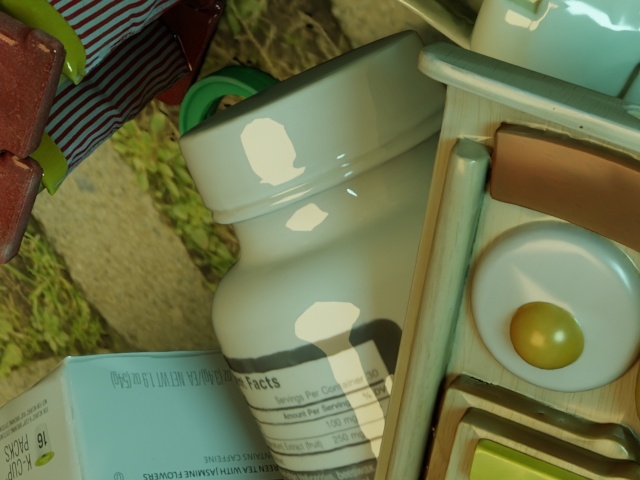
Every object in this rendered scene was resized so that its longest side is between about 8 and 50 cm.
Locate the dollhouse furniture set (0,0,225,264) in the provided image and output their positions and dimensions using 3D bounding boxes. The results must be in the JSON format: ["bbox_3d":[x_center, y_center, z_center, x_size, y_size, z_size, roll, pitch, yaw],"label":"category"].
[{"bbox_3d":[-0.253,-0.169,0.928,0.374,0.201,0.152,28,132,9],"label":"dollhouse furniture set"}]

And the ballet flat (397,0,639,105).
[{"bbox_3d":[0.073,-0.127,0.767,0.400,0.139,0.139,36,133,21],"label":"ballet flat"}]

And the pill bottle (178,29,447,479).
[{"bbox_3d":[0.053,0.066,0.861,0.176,0.176,0.318,-16,102,46],"label":"pill bottle"}]

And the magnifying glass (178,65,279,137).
[{"bbox_3d":[0.000,0.000,0.982,0.231,0.026,0.092,51,136,6],"label":"magnifying glass"}]

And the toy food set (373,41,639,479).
[{"bbox_3d":[0.118,0.088,0.665,0.220,0.092,0.306,20,127,15],"label":"toy food set"}]

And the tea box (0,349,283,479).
[{"bbox_3d":[-0.110,0.265,1.014,0.329,0.220,0.323,-33,64,47],"label":"tea box"}]
